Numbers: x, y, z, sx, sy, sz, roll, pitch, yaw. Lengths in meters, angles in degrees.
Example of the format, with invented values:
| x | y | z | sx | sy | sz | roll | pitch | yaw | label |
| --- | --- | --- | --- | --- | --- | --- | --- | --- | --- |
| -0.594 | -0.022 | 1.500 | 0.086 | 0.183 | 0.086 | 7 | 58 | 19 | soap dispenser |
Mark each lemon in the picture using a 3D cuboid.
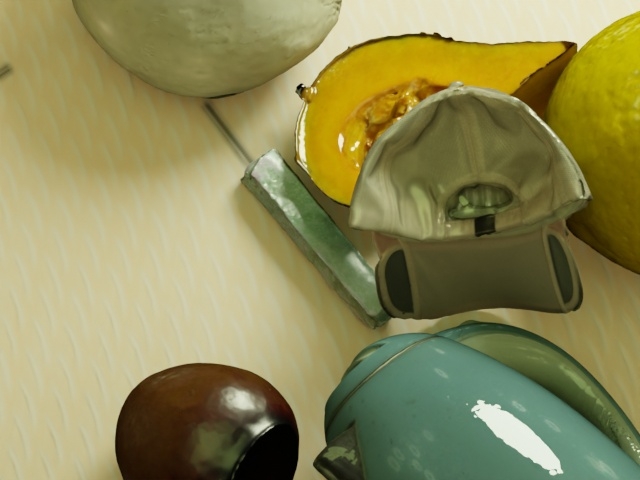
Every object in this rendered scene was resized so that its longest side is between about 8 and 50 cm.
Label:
| x | y | z | sx | sy | sz | roll | pitch | yaw | label |
| --- | --- | --- | --- | --- | --- | --- | --- | --- | --- |
| 0.346 | -0.093 | 1.606 | 0.293 | 0.293 | 0.293 | 1 | 72 | -2 | lemon |

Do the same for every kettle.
| x | y | z | sx | sy | sz | roll | pitch | yaw | label |
| --- | --- | --- | --- | --- | --- | --- | --- | --- | --- |
| 0.168 | 0.216 | 1.545 | 0.319 | 0.247 | 0.342 | -23 | 64 | -42 | kettle |

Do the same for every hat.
| x | y | z | sx | sy | sz | roll | pitch | yaw | label |
| --- | --- | --- | --- | --- | --- | --- | --- | --- | --- |
| 0.151 | -0.024 | 1.602 | 0.219 | 0.226 | 0.164 | -3 | 66 | 15 | hat |

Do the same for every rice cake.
| x | y | z | sx | sy | sz | roll | pitch | yaw | label |
| --- | --- | --- | --- | --- | --- | --- | --- | --- | --- |
| 0.000 | 0.000 | 1.687 | 0.043 | 0.034 | 0.211 | -35 | 76 | -21 | rice cake |

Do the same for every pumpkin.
| x | y | z | sx | sy | sz | roll | pitch | yaw | label |
| --- | --- | --- | --- | --- | --- | --- | --- | --- | --- |
| 0.104 | -0.136 | 1.705 | 0.278 | 0.111 | 0.163 | -37 | 62 | 0 | pumpkin |

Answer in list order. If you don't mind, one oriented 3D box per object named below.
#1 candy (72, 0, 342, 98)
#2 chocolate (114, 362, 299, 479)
| x | y | z | sx | sy | sz | roll | pitch | yaw | label |
| --- | --- | --- | --- | --- | --- | --- | --- | --- | --- |
| -0.114 | -0.278 | 1.694 | 0.295 | 0.185 | 0.296 | 0 | 77 | 1 | candy |
| -0.107 | 0.190 | 1.571 | 0.176 | 0.177 | 0.177 | 1 | 72 | -2 | chocolate |
